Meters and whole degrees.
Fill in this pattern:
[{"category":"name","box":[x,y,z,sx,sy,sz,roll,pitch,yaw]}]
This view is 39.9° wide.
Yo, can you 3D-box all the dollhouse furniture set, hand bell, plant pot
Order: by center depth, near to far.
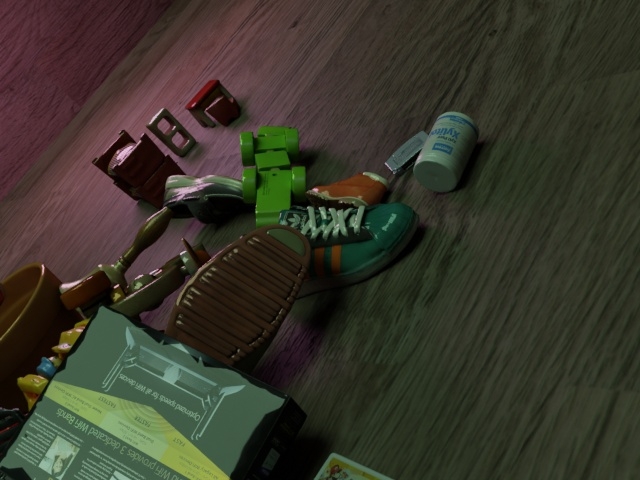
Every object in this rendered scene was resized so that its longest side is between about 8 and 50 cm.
[{"category":"hand bell","box":[-0.356,0.035,1.641,0.242,0.126,0.126,-48,27,1]},{"category":"plant pot","box":[-0.558,0.215,1.681,0.291,0.203,0.290,-32,29,20]},{"category":"dollhouse furniture set","box":[-0.357,-0.265,2.147,0.374,0.152,0.201,-51,28,-14]}]

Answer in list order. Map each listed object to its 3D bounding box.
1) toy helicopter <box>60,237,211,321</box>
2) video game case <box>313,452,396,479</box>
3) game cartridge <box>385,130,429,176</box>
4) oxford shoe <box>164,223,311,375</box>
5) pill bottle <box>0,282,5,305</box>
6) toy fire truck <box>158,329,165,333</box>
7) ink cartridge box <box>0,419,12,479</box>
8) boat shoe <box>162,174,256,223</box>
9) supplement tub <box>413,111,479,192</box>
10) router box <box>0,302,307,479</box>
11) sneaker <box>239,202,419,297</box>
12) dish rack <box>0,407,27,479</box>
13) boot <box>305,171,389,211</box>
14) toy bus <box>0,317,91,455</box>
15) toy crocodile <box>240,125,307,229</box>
[{"category":"toy helicopter","box":[-0.268,0.061,1.538,0.235,0.140,0.355,-30,7,18]},{"category":"video game case","box":[0.024,0.337,0.909,0.206,0.026,0.227,-54,28,-19]},{"category":"game cartridge","box":[0.145,-0.143,1.438,0.083,0.017,0.056,-40,31,6]},{"category":"oxford shoe","box":[-0.149,0.150,1.256,0.397,0.140,0.146,-52,-15,-10]},{"category":"pill bottle","box":[-0.652,0.141,1.572,0.108,0.108,0.180,-21,35,38]},{"category":"toy fire truck","box":[-0.255,0.218,1.434,0.192,0.047,0.135,4,51,54]},{"category":"ink cartridge box","box":[-0.543,0.409,1.360,0.233,0.171,0.168,-44,10,-14]},{"category":"boat shoe","box":[-0.220,-0.077,1.765,0.285,0.103,0.092,5,77,44]},{"category":"supplement tub","box":[0.187,-0.132,1.305,0.071,0.071,0.107,-13,40,46]},{"category":"router box","box":[-0.208,0.246,1.082,0.309,0.081,0.243,22,70,26]},{"category":"sneaker","box":[0.000,0.000,1.315,0.302,0.121,0.108,-23,34,34]},{"category":"dish rack","box":[-0.419,0.365,1.219,0.208,0.271,0.074,-29,12,23]},{"category":"boot","box":[0.044,-0.076,1.442,0.158,0.059,0.084,12,56,49]},{"category":"toy bus","box":[-0.377,0.240,1.306,0.212,0.220,0.149,-13,5,-36]},{"category":"toy crocodile","box":[-0.086,-0.120,1.633,0.115,0.105,0.340,-5,37,-3]}]
